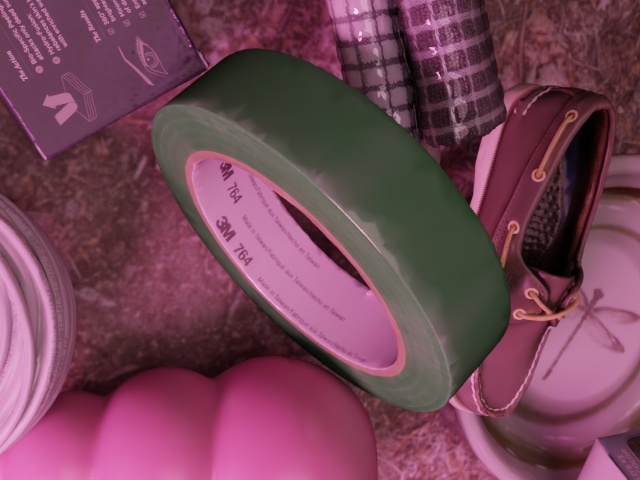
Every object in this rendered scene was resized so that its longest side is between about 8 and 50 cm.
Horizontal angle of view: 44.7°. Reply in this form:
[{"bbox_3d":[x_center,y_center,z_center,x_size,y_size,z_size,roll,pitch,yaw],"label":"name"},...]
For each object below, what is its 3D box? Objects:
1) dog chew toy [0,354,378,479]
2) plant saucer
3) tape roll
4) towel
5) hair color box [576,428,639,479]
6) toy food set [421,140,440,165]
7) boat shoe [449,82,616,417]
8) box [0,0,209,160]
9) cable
[{"bbox_3d":[-0.121,0.206,0.707,0.332,0.206,0.206,4,99,-13],"label":"dog chew toy"},{"bbox_3d":[0.307,0.098,0.889,0.400,0.100,0.400,-4,101,-19],"label":"plant saucer"},{"bbox_3d":[0.000,0.000,0.633,0.077,0.321,0.321,-44,112,-21],"label":"tape roll"},{"bbox_3d":[0.085,-0.209,0.649,0.121,0.283,0.235,-11,105,17],"label":"towel"},{"bbox_3d":[0.333,0.396,0.839,0.113,0.185,0.374,-6,127,-19],"label":"hair color box"},{"bbox_3d":[0.063,-0.014,0.749,0.232,0.104,0.111,67,37,-47],"label":"toy food set"},{"bbox_3d":[0.191,0.019,0.720,0.116,0.097,0.324,7,99,-32],"label":"boat shoe"},{"bbox_3d":[-0.206,-0.175,0.651,0.158,0.093,0.156,-33,110,-12],"label":"box"},{"bbox_3d":[-0.327,0.069,0.613,0.257,0.089,0.257,36,84,1],"label":"cable"}]
